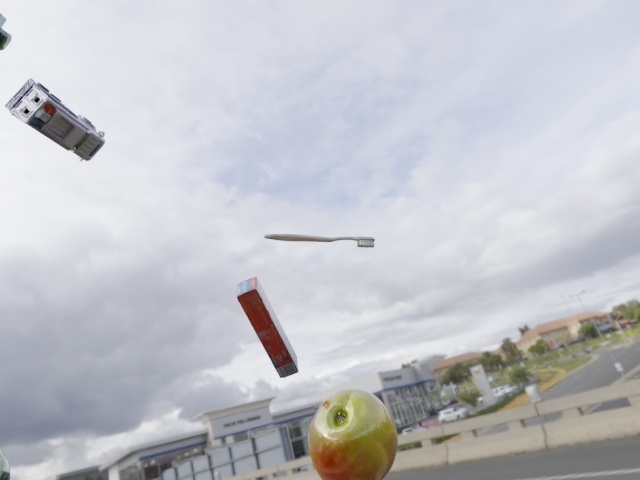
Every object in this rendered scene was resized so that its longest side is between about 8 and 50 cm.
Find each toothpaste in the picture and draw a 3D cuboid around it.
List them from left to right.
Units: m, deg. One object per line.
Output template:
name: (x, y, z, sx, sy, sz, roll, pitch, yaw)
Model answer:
toothpaste: (-0.152, 0.261, 1.350, 0.066, 0.076, 0.321, -21, -64, 2)

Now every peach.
peach: (0.079, 0.476, 1.100, 0.230, 0.231, 0.231, -14, -23, -6)

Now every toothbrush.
toothbrush: (0.000, 0.000, 1.242, 0.307, 0.030, 0.025, 3, -22, -10)

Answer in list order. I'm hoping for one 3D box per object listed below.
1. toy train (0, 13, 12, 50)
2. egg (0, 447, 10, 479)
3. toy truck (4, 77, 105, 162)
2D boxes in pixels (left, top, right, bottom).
toy train: (-0.655, -0.410, 0.798, 0.198, 0.154, 0.107, 33, -92, -28)
egg: (-0.430, 0.296, 0.562, 0.085, 0.110, 0.085, -14, 11, 3)
toy truck: (-0.778, -0.344, 1.387, 0.124, 0.155, 0.268, -50, -26, -4)
